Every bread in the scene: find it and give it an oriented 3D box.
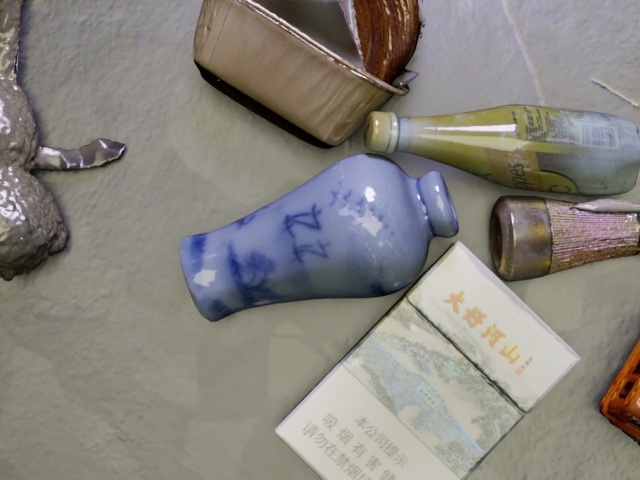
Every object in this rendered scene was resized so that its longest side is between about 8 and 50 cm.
[{"bbox_3d":[-0.004,-0.213,1.443,0.224,0.142,0.212,32,106,3],"label":"bread"}]

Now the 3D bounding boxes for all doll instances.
[{"bbox_3d":[-0.323,-0.111,1.474,0.203,0.091,0.285,-33,100,-33],"label":"doll"}]

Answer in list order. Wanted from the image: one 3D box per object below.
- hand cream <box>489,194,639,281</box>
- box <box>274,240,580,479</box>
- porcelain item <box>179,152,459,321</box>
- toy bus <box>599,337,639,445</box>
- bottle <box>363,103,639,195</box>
[{"bbox_3d":[0.269,-0.005,1.466,0.203,0.084,0.084,-2,88,-4],"label":"hand cream"},{"bbox_3d":[0.102,0.148,1.463,0.164,0.069,0.256,44,89,2],"label":"box"},{"bbox_3d":[0.000,0.000,1.441,0.259,0.141,0.141,-16,87,8],"label":"porcelain item"},{"bbox_3d":[0.439,0.192,1.414,0.329,0.153,0.143,32,87,2],"label":"toy bus"},{"bbox_3d":[0.172,-0.090,1.440,0.270,0.083,0.083,4,88,-13],"label":"bottle"}]
